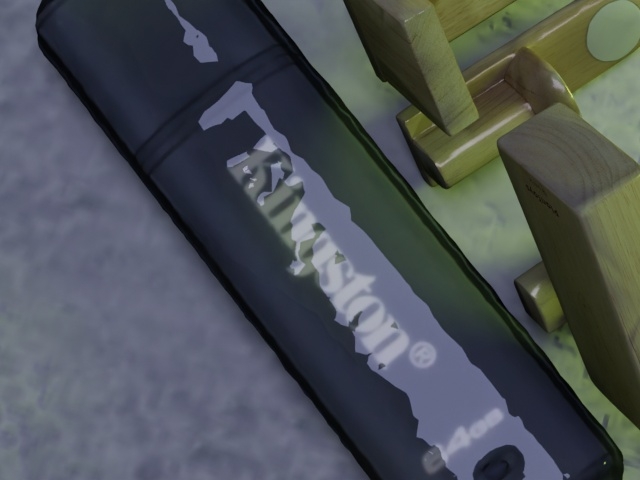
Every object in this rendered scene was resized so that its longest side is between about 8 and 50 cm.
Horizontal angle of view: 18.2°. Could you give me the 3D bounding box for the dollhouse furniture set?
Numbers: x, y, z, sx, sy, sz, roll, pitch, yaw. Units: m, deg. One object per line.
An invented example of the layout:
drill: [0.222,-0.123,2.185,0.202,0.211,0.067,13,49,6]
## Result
dollhouse furniture set: [0.108,-0.045,0.669,0.123,0.144,0.151,-33,39,-8]

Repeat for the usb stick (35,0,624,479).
usb stick: [0.000,0.000,0.710,0.077,0.045,0.278,-36,76,-9]
